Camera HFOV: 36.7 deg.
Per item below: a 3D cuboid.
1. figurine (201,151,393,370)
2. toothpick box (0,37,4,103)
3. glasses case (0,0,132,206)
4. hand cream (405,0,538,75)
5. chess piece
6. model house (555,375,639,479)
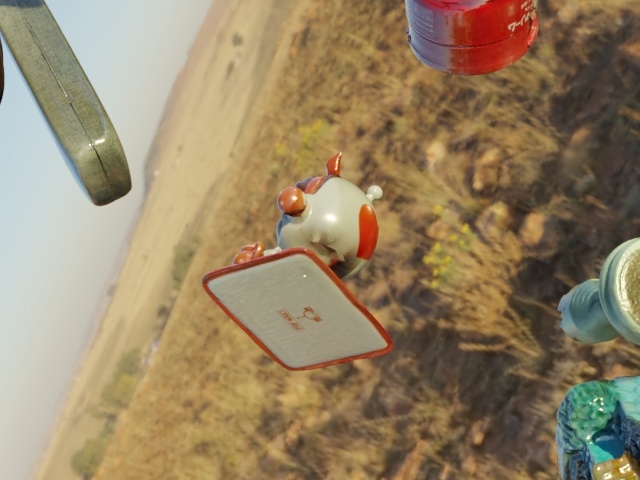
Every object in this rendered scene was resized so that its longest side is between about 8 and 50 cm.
[{"bbox_3d":[0.000,0.000,1.118,0.160,0.183,0.226,-15,40,34],"label":"figurine"},{"bbox_3d":[-0.431,-0.149,0.885,0.294,0.192,0.192,-45,-9,-47],"label":"toothpick box"},{"bbox_3d":[-0.341,-0.197,1.262,0.074,0.323,0.131,-27,-25,-11],"label":"glasses case"},{"bbox_3d":[0.251,-0.401,1.617,0.149,0.230,0.230,75,-157,-47],"label":"hand cream"},{"bbox_3d":[0.552,0.114,1.767,0.299,0.194,0.195,130,161,-72],"label":"chess piece"},{"bbox_3d":[0.412,0.328,1.154,0.241,0.225,0.261,-76,-23,-69],"label":"model house"}]
